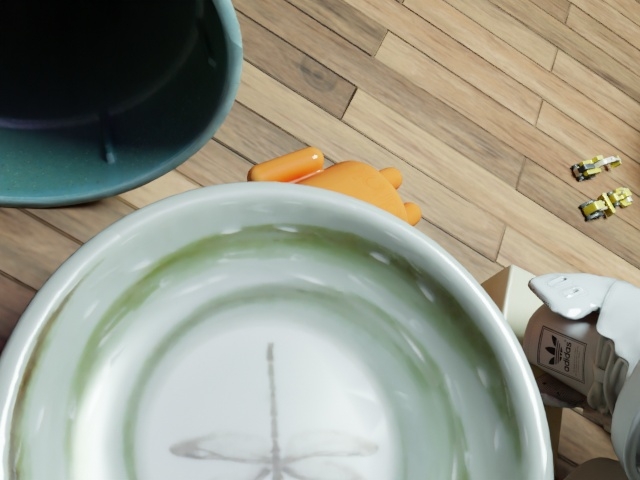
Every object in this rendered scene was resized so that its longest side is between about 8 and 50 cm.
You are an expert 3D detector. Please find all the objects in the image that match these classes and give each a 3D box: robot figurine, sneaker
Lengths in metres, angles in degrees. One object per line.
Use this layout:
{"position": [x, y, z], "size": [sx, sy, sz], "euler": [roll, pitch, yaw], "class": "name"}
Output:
{"position": [-0.001, -0.002, 0.700], "size": [0.219, 0.158, 0.128], "euler": [-30, 40, -33], "class": "robot figurine"}
{"position": [0.243, 0.127, 0.552], "size": [0.366, 0.210, 0.137], "euler": [-22, 120, -54], "class": "sneaker"}

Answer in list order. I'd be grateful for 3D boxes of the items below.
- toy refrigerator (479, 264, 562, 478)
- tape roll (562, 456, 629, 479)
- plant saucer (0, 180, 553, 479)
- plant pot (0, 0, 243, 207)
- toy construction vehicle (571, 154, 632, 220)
{"position": [0.182, 0.170, 0.713], "size": [0.094, 0.102, 0.269], "euler": [28, 56, -10], "class": "toy refrigerator"}
{"position": [0.290, 0.324, 0.585], "size": [0.246, 0.169, 0.246], "euler": [-6, 98, -42], "class": "tape roll"}
{"position": [-0.032, 0.146, 0.527], "size": [0.400, 0.100, 0.400], "euler": [6, 61, -11], "class": "plant saucer"}
{"position": [-0.259, -0.260, 0.610], "size": [0.341, 0.341, 0.334], "euler": [2, 56, -24], "class": "plant pot"}
{"position": [0.394, -0.077, 0.978], "size": [0.098, 0.035, 0.086], "euler": [-10, 70, -29], "class": "toy construction vehicle"}
